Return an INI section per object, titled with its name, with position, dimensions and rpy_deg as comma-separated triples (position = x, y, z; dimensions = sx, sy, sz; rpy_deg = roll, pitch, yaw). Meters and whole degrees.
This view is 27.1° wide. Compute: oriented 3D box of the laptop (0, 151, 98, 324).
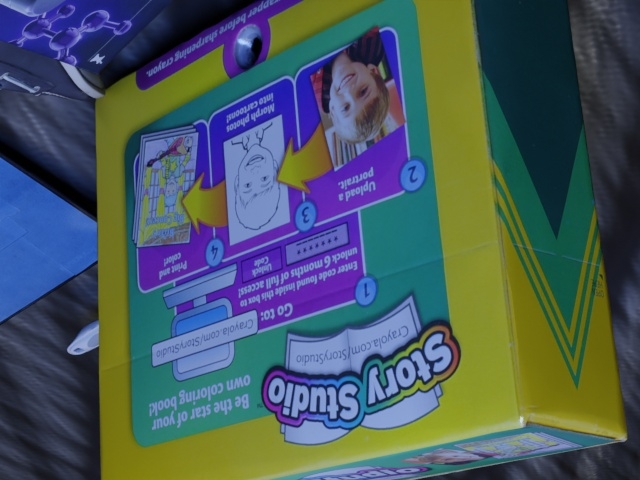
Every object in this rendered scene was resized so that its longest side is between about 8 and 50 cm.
[laptop]
position = -0.437, 0.055, 1.013
dimensions = 0.382, 0.408, 0.236
rpy_deg = -31, 96, 29

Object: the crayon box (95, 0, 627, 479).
[crayon box]
position = 0.000, 0.000, 0.856
dimensions = 0.106, 0.313, 0.363
rpy_deg = 11, 157, -43

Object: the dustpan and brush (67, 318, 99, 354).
[dustpan and brush]
position = -0.147, 0.038, 1.172
dimensions = 0.211, 0.060, 0.147
rpy_deg = -28, 138, 27

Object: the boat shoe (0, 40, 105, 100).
[boat shoe]
position = -0.205, -0.135, 0.886
dimensions = 0.065, 0.075, 0.206
rpy_deg = -22, 167, 9

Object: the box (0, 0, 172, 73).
[box]
position = -0.106, -0.224, 0.699
dimensions = 0.261, 0.103, 0.184
rpy_deg = -41, 160, 18
